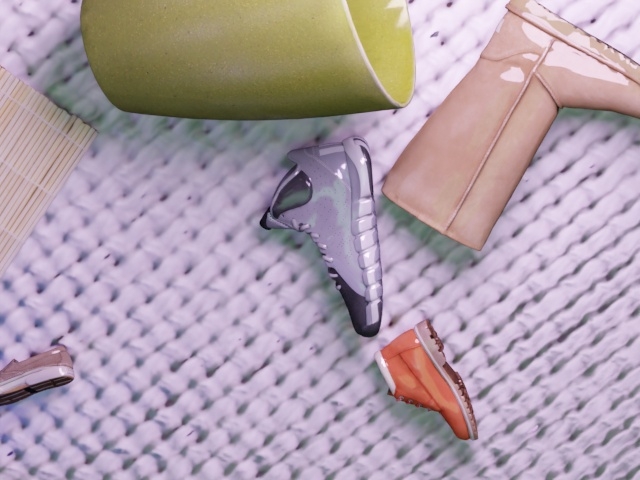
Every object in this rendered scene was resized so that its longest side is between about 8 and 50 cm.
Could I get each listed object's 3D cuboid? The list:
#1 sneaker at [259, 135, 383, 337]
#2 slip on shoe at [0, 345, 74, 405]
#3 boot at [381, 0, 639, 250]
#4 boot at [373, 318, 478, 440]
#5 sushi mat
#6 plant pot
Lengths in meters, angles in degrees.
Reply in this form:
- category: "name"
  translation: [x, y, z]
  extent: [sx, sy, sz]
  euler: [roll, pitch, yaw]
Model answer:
- category: "sneaker"
  translation: [0.000, 0.000, 1.774]
  extent: [0.132, 0.086, 0.229]
  euler: [-5, 98, 2]
- category: "slip on shoe"
  translation: [-0.350, 0.158, 1.811]
  extent: [0.135, 0.051, 0.041]
  euler: [-18, 69, 10]
- category: "boot"
  translation: [0.234, -0.106, 1.737]
  extent: [0.236, 0.089, 0.269]
  euler: [34, 102, 11]
- category: "boot"
  translation: [0.126, 0.177, 1.852]
  extent: [0.084, 0.059, 0.158]
  euler: [-29, 100, 8]
- category: "sushi mat"
  translation: [-0.393, -0.037, 1.754]
  extent: [0.151, 0.019, 0.316]
  euler: [33, 103, -15]
- category: "plant pot"
  translation: [-0.084, -0.234, 1.610]
  extent: [0.293, 0.275, 0.275]
  euler: [-13, 110, 17]
